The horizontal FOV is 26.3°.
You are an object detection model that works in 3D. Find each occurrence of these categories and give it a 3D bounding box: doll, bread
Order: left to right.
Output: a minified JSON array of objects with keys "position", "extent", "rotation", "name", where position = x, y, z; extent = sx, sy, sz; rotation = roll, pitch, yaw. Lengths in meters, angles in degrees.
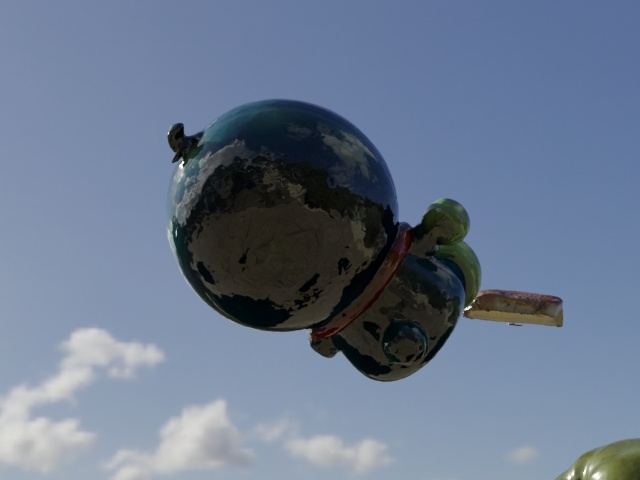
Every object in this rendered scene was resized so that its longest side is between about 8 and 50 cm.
[{"position":[0.000,0.001,1.176],"extent":[0.322,0.198,0.186],"rotation":[33,18,-12],"name":"doll"},{"position":[0.244,0.084,1.734],"extent":[0.129,0.044,0.126],"rotation":[8,-5,11],"name":"bread"}]

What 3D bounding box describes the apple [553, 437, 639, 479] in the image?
[{"position":[0.350,0.326,1.370],"extent":[0.279,0.279,0.279],"rotation":[0,-15,0],"name":"apple"}]
